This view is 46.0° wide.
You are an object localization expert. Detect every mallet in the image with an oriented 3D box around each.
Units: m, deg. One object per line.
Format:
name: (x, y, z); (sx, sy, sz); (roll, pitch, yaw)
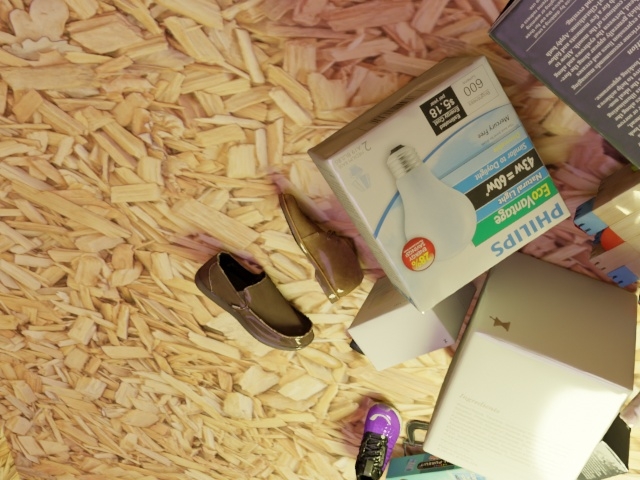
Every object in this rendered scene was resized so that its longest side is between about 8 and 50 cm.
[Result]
mallet: (0.122, 0.219, 1.970); (0.062, 0.039, 0.190); (20, 122, 15)

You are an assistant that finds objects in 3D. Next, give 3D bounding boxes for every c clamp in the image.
c clamp: (0.302, 0.563, 2.115); (0.160, 0.022, 0.137); (-1, 115, 27)

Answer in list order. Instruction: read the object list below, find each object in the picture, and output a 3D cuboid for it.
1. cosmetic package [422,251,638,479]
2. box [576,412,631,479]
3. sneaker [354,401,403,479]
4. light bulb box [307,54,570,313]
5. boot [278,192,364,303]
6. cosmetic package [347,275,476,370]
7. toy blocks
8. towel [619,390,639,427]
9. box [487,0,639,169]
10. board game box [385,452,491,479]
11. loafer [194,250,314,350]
cosmetic package: (0.461, 0.297, 1.672); (0.327, 0.329, 0.394); (21, 128, 11)
box: (0.636, 0.502, 1.836); (0.207, 0.153, 0.108); (-35, 101, 36)
sneaker: (0.155, 0.593, 2.119); (0.102, 0.146, 0.293); (16, 126, 15)
light bulb box: (0.226, -0.116, 1.488); (0.358, 0.225, 0.361); (-34, 105, -1)
boot: (0.000, 0.000, 1.863); (0.115, 0.112, 0.305); (-30, 102, 5)
cosmetic package: (0.216, 0.161, 1.764); (0.224, 0.225, 0.138); (-28, 106, 35)
toy blocks: (0.660, -0.006, 1.503); (0.381, 0.191, 0.261); (39, 141, -10)
towel: (0.766, 0.248, 1.482); (0.332, 0.317, 0.053); (-56, 46, 15)
box: (0.518, -0.335, 1.264); (0.395, 0.293, 0.212); (40, 129, -4)
board game box: (0.390, 0.700, 2.107); (0.336, 0.079, 0.254); (-20, 116, 33)
loafer: (-0.168, 0.158, 1.997); (0.366, 0.134, 0.130); (32, 129, 2)
